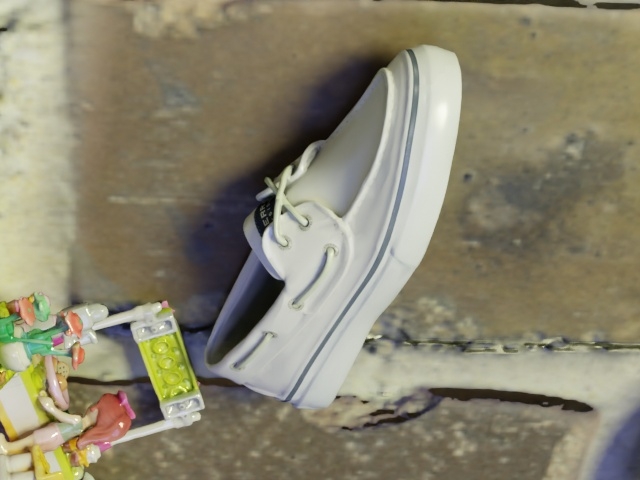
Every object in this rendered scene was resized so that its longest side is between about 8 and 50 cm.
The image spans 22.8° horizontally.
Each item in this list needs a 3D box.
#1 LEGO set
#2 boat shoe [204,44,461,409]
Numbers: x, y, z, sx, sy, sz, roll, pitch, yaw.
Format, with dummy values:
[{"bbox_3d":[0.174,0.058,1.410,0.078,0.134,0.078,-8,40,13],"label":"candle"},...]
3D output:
[{"bbox_3d":[-0.121,0.074,0.790,0.107,0.132,0.287,-16,149,-2],"label":"LEGO set"},{"bbox_3d":[0.000,0.000,0.778,0.076,0.083,0.226,10,126,-15],"label":"boat shoe"}]
